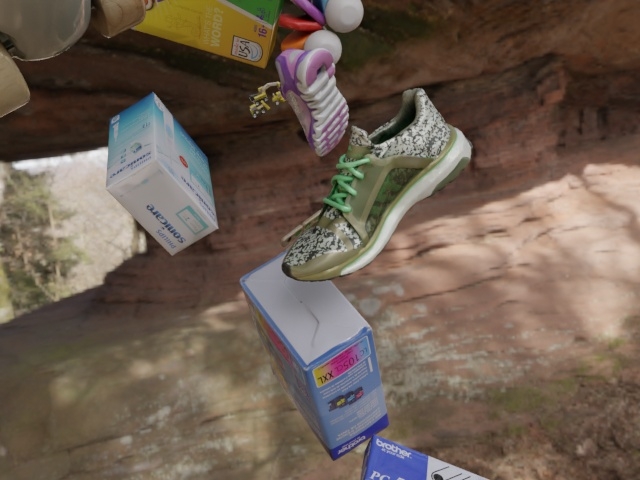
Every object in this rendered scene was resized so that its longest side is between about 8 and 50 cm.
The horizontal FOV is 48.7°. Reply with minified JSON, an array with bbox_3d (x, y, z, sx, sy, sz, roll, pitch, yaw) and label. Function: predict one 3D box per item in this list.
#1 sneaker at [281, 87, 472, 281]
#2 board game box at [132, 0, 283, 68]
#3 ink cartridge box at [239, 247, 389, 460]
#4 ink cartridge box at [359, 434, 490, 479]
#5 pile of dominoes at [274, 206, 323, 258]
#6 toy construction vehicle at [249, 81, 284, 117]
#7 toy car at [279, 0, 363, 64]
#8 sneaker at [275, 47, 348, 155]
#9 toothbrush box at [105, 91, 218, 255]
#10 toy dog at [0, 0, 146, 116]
[{"bbox_3d":[0.067,-0.104,1.195,0.410,0.182,0.158,-44,33,-15],"label":"sneaker"},{"bbox_3d":[-0.198,-0.375,0.912,0.317,0.242,0.064,16,52,-2],"label":"board game box"},{"bbox_3d":[-0.002,0.247,1.416,0.151,0.395,0.270,-30,47,-14],"label":"ink cartridge box"},{"bbox_3d":[0.163,0.381,1.081,0.207,0.046,0.097,21,30,0],"label":"ink cartridge box"},{"bbox_3d":[0.000,0.000,1.590,0.251,0.040,0.196,-37,-22,-24],"label":"pile of dominoes"},{"bbox_3d":[-0.128,-0.335,1.658,0.098,0.035,0.086,-26,34,-3],"label":"toy construction vehicle"},{"bbox_3d":[-0.013,-0.434,1.383,0.136,0.182,0.159,24,17,-26],"label":"toy car"},{"bbox_3d":[-0.021,-0.255,1.274,0.105,0.236,0.095,25,62,29],"label":"sneaker"},{"bbox_3d":[-0.341,-0.147,1.523,0.126,0.216,0.295,-29,38,10],"label":"toothbrush box"},{"bbox_3d":[-0.221,-0.232,0.468,0.220,0.161,0.333,-39,-5,-38],"label":"toy dog"}]
